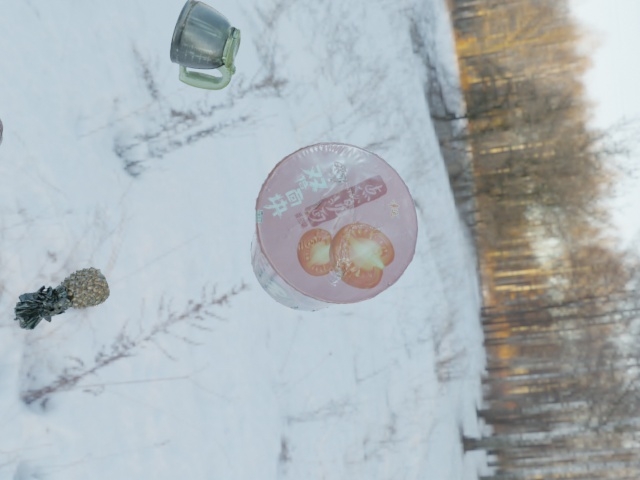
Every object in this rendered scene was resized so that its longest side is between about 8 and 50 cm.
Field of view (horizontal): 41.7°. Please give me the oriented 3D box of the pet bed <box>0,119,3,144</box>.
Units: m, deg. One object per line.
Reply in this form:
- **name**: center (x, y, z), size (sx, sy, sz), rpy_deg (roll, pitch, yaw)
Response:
- **pet bed**: center (-0.557, -0.163, 1.188), size (0.201, 0.201, 0.053), rpy_deg (63, 22, -56)

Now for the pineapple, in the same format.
- **pineapple**: center (-0.437, 0.099, 1.411), size (0.159, 0.074, 0.074), rpy_deg (-24, 113, -32)

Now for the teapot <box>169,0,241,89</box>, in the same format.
- **teapot**: center (-0.157, -0.275, 1.183), size (0.124, 0.091, 0.092), rpy_deg (110, 0, -76)

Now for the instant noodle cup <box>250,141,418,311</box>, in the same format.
- **instant noodle cup**: center (0.000, 0.000, 1.298), size (0.231, 0.243, 0.243), rpy_deg (132, -44, -70)
